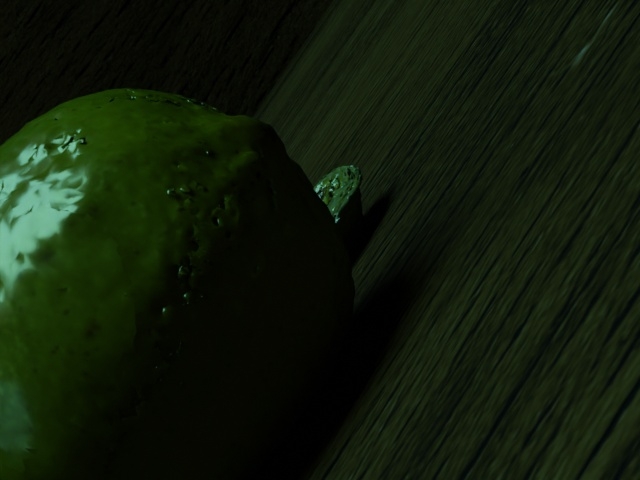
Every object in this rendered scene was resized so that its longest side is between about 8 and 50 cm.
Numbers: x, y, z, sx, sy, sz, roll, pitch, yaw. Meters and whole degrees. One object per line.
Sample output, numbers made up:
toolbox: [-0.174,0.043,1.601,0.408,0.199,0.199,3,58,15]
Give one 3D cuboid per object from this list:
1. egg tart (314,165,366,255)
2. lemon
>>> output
egg tart: [0.000,0.000,1.309,0.129,0.049,0.129,-48,13,15]
lemon: [-0.121,0.052,1.041,0.310,0.258,0.258,-58,7,7]
